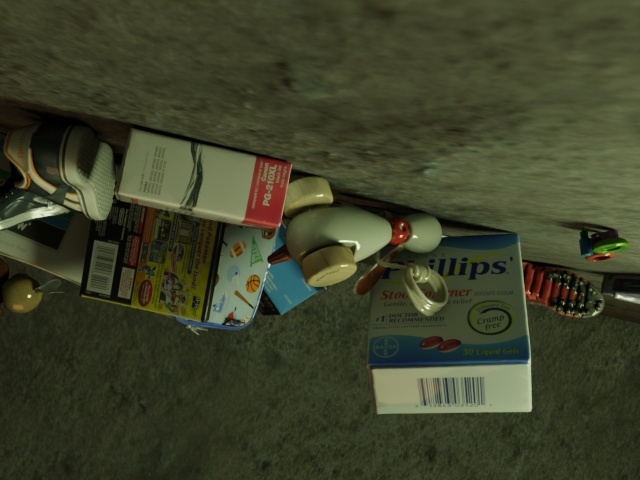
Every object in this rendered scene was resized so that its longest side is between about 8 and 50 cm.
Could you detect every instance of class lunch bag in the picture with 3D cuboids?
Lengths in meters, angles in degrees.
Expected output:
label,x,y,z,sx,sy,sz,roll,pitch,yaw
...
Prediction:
label,x,y,z,sx,sy,sz,roll,pitch,yaw
lunch bag,-0.213,0.037,1.768,0.115,0.303,0.243,14,178,41

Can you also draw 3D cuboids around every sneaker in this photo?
label,x,y,z,sx,sy,sz,roll,pitch,yaw
sneaker,-0.563,-0.109,1.593,0.086,0.164,0.226,14,-155,39
sneaker,0.532,0.111,2.036,0.276,0.098,0.135,17,-179,37
sneaker,-0.419,-0.120,1.445,0.127,0.126,0.321,8,166,-1

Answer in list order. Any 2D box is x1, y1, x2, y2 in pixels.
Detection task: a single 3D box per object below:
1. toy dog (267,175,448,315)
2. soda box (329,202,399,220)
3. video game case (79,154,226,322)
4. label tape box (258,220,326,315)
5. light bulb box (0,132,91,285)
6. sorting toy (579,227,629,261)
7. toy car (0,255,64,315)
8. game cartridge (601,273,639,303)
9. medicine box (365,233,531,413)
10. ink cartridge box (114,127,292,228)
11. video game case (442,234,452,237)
label,x,y,z,sx,sy,sz,roll,pitch,yaw
toy dog,0.045,0.010,1.452,0.333,0.220,0.161,25,142,-34
soda box,0.054,-0.037,1.673,0.183,0.058,0.063,10,176,34
video game case,-0.306,-0.004,1.642,0.248,0.275,0.035,12,-173,6
label tape box,-0.135,0.055,2.130,0.241,0.106,0.333,56,164,-5
light bulb box,-0.553,-0.041,1.887,0.357,0.225,0.361,24,174,-14
sorting toy,0.410,0.000,1.295,0.061,0.042,0.102,-3,165,-1
toy car,-0.639,0.094,1.856,0.188,0.149,0.155,-1,164,-10
game cartridge,0.765,0.120,1.806,0.230,0.068,0.355,17,176,-10
medicine box,0.221,0.142,1.527,0.263,0.289,0.149,-3,136,10
ink cartridge box,-0.178,-0.087,1.318,0.237,0.100,0.172,12,177,-11
video game case,0.200,-0.007,1.936,0.226,0.026,0.206,12,176,-16
